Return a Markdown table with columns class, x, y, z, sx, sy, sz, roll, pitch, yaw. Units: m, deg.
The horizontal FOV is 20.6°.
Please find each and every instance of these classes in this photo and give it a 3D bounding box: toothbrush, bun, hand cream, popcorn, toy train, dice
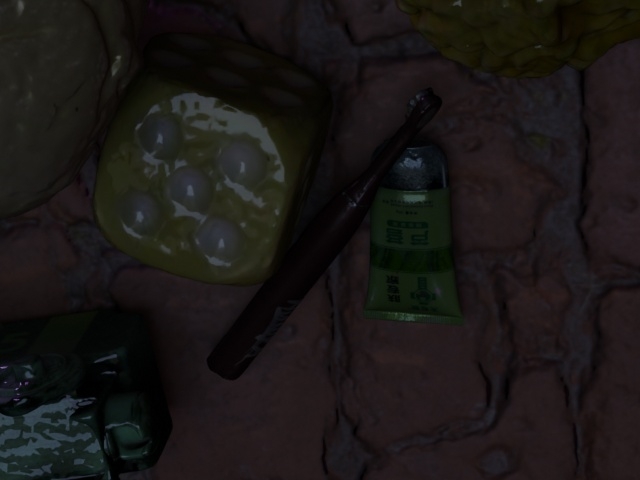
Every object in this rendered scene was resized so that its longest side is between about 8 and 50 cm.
| class | x | y | z | sx | sy | sz | roll | pitch | yaw |
| --- | --- | --- | --- | --- | --- | --- | --- | --- | --- |
| toothbrush | 0.000 | 0.001 | 1.573 | 0.041 | 0.041 | 0.364 | 35 | 122 | -4 |
| bun | -0.261 | -0.177 | 1.407 | 0.227 | 0.352 | 0.349 | 19 | 129 | -36 |
| hand cream | 0.081 | -0.006 | 1.578 | 0.095 | 0.046 | 0.175 | 3 | 111 | 14 |
| popcorn | 0.179 | -0.249 | 1.375 | 0.270 | 0.224 | 0.258 | 23 | 89 | 18 |
| toy train | -0.283 | 0.161 | 1.609 | 0.299 | 0.238 | 0.167 | -7 | 110 | 10 |
| dice | -0.091 | -0.071 | 1.520 | 0.169 | 0.166 | 0.169 | 18 | 114 | 3 |
